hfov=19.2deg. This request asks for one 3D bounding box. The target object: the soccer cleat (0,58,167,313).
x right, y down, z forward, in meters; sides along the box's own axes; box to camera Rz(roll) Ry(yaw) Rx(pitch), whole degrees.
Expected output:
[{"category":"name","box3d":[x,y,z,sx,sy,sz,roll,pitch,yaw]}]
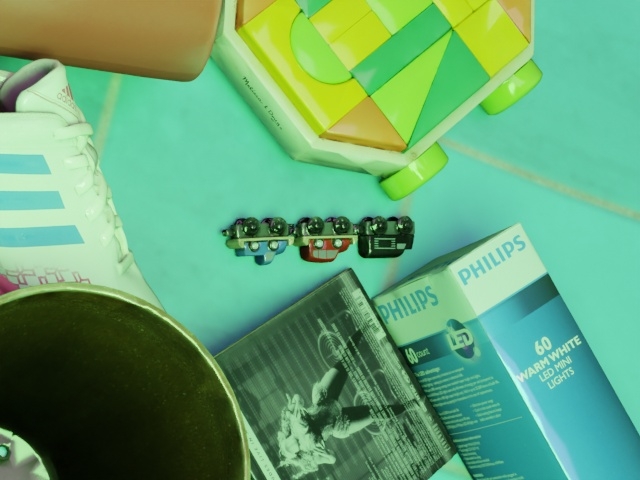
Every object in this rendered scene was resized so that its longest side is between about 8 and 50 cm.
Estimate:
[{"category":"soccer cleat","box3d":[-0.181,-0.029,1.235,0.143,0.116,0.331,-44,125,4]}]

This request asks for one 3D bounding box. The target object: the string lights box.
[{"category":"string lights box","box3d":[0.154,0.128,1.404,0.076,0.133,0.260,-30,92,-27]}]

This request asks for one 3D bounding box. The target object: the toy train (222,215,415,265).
[{"category":"toy train","box3d":[0.000,0.000,1.424,0.158,0.027,0.036,-1,89,-26]}]

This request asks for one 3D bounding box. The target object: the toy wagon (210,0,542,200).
[{"category":"toy wagon","box3d":[0.066,-0.208,1.479,0.344,0.068,0.267,-41,97,-27]}]

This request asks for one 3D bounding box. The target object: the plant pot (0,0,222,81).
[{"category":"plant pot","box3d":[-0.204,-0.240,1.267,0.243,0.275,0.275,-1,78,-15]}]

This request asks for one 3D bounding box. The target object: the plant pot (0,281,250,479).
[{"category":"plant pot","box3d":[-0.185,0.152,1.187,0.215,0.230,0.215,6,76,-23]}]

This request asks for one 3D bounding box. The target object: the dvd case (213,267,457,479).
[{"category":"dvd case","box3d":[0.005,0.127,1.348,0.164,0.018,0.221,60,35,-1]}]
